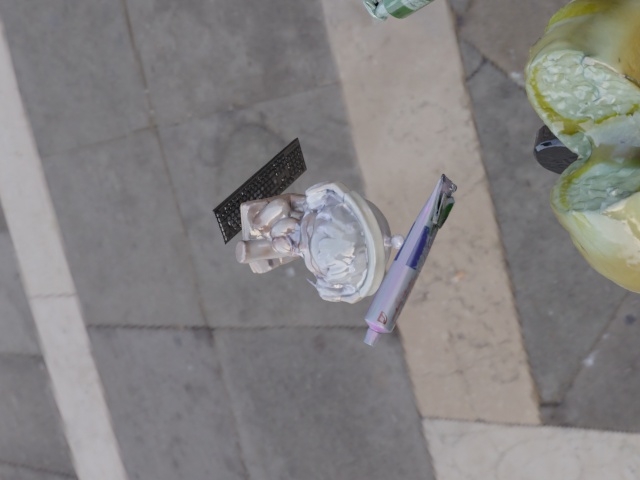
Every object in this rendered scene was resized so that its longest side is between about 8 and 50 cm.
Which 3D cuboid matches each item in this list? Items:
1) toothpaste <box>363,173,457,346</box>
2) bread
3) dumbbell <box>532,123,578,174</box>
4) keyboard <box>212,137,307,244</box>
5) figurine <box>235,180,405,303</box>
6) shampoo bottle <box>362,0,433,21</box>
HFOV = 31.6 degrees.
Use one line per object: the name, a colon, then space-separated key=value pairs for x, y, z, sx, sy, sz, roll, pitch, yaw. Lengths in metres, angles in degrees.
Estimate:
toothpaste: x=0.082 y=0.019 z=1.040 sx=0.028 sy=0.045 sz=0.170 roll=25 pitch=87 yaw=29
bread: x=0.341 y=-0.103 z=1.186 sx=0.160 sy=0.333 sz=0.333 roll=-14 pitch=94 yaw=54
dumbbell: x=0.347 y=-0.188 z=1.501 sx=0.100 sy=0.100 sz=0.191 roll=-11 pitch=58 yaw=51
keyboard: x=-0.087 y=-0.075 z=1.664 sx=0.010 sy=0.198 sz=0.063 roll=14 pitch=135 yaw=38
figurine: x=0.003 y=-0.001 z=1.491 sx=0.237 sy=0.141 sz=0.162 roll=14 pitch=114 yaw=45
shampoo bottle: x=0.146 y=-0.389 z=1.742 sx=0.204 sy=0.065 sz=0.065 roll=-21 pitch=89 yaw=53
